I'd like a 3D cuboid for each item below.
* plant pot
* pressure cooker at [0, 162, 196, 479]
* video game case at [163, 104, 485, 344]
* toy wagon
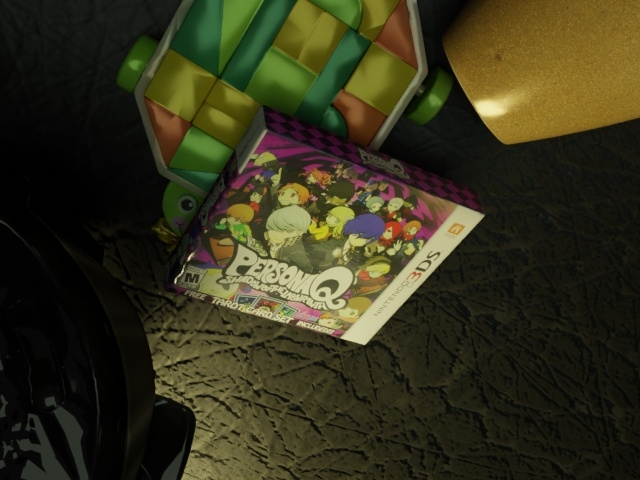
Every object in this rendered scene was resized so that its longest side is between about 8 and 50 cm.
[{"bbox_3d":[0.239,-0.195,0.638,0.254,0.237,0.237,-29,111,25],"label":"plant pot"},{"bbox_3d":[-0.330,0.136,0.635,0.376,0.420,0.369,-31,87,-10],"label":"pressure cooker"},{"bbox_3d":[0.000,0.000,0.720,0.232,0.041,0.210,19,128,-26],"label":"video game case"},{"bbox_3d":[-0.053,-0.116,0.718,0.267,0.068,0.344,30,107,-13],"label":"toy wagon"}]
